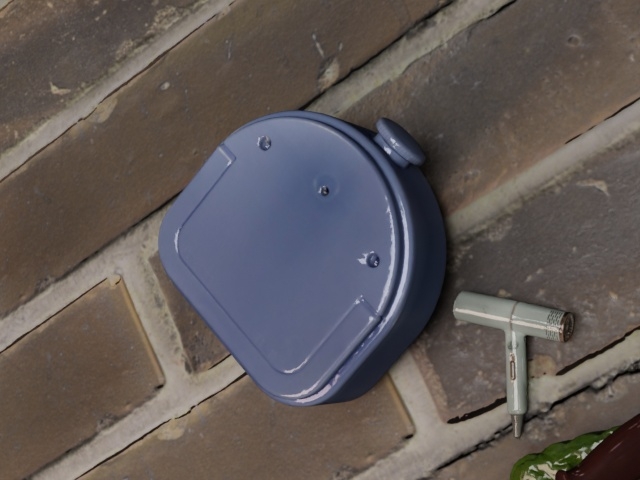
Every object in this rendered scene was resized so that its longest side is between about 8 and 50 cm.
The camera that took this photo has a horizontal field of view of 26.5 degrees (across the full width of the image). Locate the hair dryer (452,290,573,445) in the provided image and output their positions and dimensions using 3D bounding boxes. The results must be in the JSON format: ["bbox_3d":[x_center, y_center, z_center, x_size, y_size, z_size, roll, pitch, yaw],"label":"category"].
[{"bbox_3d":[0.237,0.167,1.759,0.155,0.044,0.183,12,94,31],"label":"hair dryer"}]

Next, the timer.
[{"bbox_3d":[0.000,0.000,1.827,0.395,0.173,0.395,-4,83,30],"label":"timer"}]

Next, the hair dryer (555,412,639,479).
[{"bbox_3d":[0.392,0.256,1.509,0.340,0.123,0.312,-35,92,-10],"label":"hair dryer"}]

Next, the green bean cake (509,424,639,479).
[{"bbox_3d":[0.360,0.349,1.622,0.222,0.125,0.248,-21,76,25],"label":"green bean cake"}]
